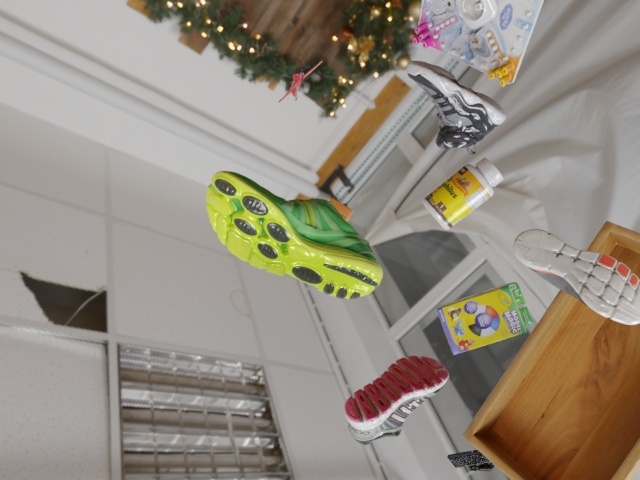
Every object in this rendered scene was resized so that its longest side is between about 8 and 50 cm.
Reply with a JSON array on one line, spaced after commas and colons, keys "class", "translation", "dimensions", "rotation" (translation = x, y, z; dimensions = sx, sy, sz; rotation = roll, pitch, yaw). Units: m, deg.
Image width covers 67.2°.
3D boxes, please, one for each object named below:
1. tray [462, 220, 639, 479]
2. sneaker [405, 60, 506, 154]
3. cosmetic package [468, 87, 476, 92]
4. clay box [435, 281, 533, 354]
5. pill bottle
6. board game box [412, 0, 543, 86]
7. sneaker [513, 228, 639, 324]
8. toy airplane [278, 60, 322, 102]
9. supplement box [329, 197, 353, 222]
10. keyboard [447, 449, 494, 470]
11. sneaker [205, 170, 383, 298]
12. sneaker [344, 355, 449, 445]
[{"class": "tray", "translation": [0.416, 0.195, 0.717], "dimensions": [0.076, 0.410, 0.203], "rotation": [30, -176, -45]}, {"class": "sneaker", "translation": [0.302, -0.319, 1.184], "dimensions": [0.269, 0.153, 0.101], "rotation": [33, -146, 4]}, {"class": "cosmetic package", "translation": [0.397, -0.364, 1.356], "dimensions": [0.060, 0.115, 0.041], "rotation": [33, -158, -44]}, {"class": "clay box", "translation": [0.427, 0.199, 1.249], "dimensions": [0.053, 0.222, 0.127], "rotation": [5, -115, -81]}, {"class": "pill bottle", "translation": [0.410, -0.137, 1.385], "dimensions": [0.117, 0.215, 0.117], "rotation": [47, -167, -14]}, {"class": "board game box", "translation": [0.469, -0.717, 1.483], "dimensions": [0.390, 0.390, 0.050], "rotation": [38, -117, 25]}, {"class": "sneaker", "translation": [0.306, 0.040, 0.571], "dimensions": [0.158, 0.061, 0.065], "rotation": [40, -177, 28]}, {"class": "toy airplane", "translation": [-0.056, -0.379, 1.161], "dimensions": [0.028, 0.151, 0.151], "rotation": [43, -157, -2]}, {"class": "supplement box", "translation": [0.000, 0.000, 1.312], "dimensions": [0.078, 0.080, 0.233], "rotation": [32, -114, -4]}, {"class": "keyboard", "translation": [0.509, 0.702, 1.527], "dimensions": [0.100, 0.192, 0.038], "rotation": [49, -147, -26]}, {"class": "sneaker", "translation": [-0.039, -0.012, 0.723], "dimensions": [0.296, 0.109, 0.123], "rotation": [31, -149, -23]}, {"class": "sneaker", "translation": [0.100, 0.215, 0.644], "dimensions": [0.170, 0.074, 0.063], "rotation": [-21, -140, -32]}]
